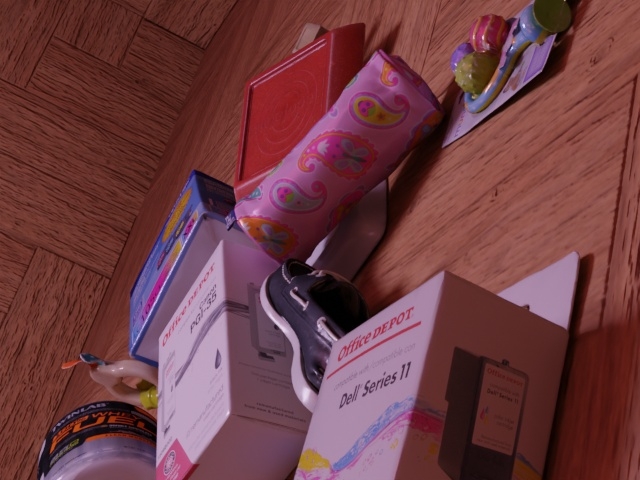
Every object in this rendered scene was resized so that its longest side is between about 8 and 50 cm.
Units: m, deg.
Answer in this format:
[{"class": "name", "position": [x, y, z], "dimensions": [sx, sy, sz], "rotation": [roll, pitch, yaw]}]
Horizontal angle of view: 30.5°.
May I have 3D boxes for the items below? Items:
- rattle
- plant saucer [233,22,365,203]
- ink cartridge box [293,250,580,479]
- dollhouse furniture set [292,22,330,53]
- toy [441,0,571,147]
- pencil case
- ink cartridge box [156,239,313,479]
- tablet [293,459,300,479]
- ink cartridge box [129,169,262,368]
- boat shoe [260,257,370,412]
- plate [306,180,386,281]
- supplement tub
[{"class": "rattle", "position": [-0.344, 0.206, 2.085], "dimensions": [0.130, 0.200, 0.143], "rotation": [-34, 33, 62]}, {"class": "plant saucer", "position": [-0.043, -0.188, 1.784], "dimensions": [0.258, 0.048, 0.259], "rotation": [-24, 52, 42]}, {"class": "ink cartridge box", "position": [0.070, 0.163, 0.890], "dimensions": [0.207, 0.119, 0.353], "rotation": [-41, 27, 57]}, {"class": "dollhouse furniture set", "position": [0.017, -0.235, 1.875], "dimensions": [0.161, 0.101, 0.182], "rotation": [26, 90, 51]}, {"class": "toy", "position": [0.182, -0.201, 1.249], "dimensions": [0.237, 0.056, 0.137], "rotation": [-30, 35, 65]}, {"class": "pencil case", "position": [0.018, -0.093, 1.398], "dimensions": [0.284, 0.124, 0.124], "rotation": [-46, 19, 14]}, {"class": "ink cartridge box", "position": [-0.108, 0.172, 1.413], "dimensions": [0.207, 0.117, 0.283], "rotation": [-55, 28, 34]}, {"class": "tablet", "position": [-0.021, 0.267, 1.254], "dimensions": [0.054, 0.006, 0.083], "rotation": [-42, 27, 54]}, {"class": "ink cartridge box", "position": [-0.207, 0.046, 1.998], "dimensions": [0.270, 0.151, 0.395], "rotation": [-62, 13, 9]}, {"class": "boat shoe", "position": [0.013, 0.085, 1.261], "dimensions": [0.091, 0.114, 0.302], "rotation": [-60, 27, 17]}, {"class": "plate", "position": [0.000, 0.000, 1.560], "dimensions": [0.278, 0.045, 0.277], "rotation": [-54, 17, 31]}, {"class": "supplement tub", "position": [-0.304, 0.354, 1.690], "dimensions": [0.207, 0.207, 0.338], "rotation": [-64, 15, 1]}]
